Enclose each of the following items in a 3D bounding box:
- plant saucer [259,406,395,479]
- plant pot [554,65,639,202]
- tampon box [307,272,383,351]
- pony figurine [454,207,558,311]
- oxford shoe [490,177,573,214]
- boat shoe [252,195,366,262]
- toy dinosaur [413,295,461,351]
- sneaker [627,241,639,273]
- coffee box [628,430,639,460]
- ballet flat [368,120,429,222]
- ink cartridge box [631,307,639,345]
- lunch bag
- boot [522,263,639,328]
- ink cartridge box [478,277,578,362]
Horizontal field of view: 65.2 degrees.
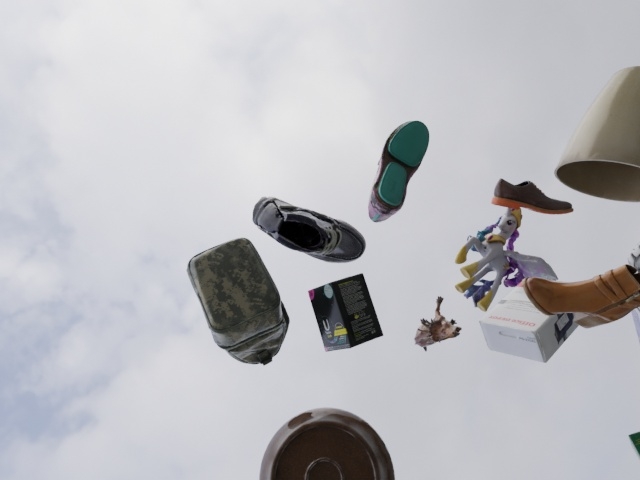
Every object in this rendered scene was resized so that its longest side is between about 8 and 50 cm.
[{"bbox_3d":[0.011,0.533,1.119,0.310,0.311,0.050,-59,-17,-19],"label":"plant saucer"},{"bbox_3d":[0.737,-0.265,1.209,0.257,0.257,0.273,24,-99,-36],"label":"plant pot"},{"bbox_3d":[0.058,0.177,1.225,0.102,0.120,0.160,-13,-99,-33],"label":"tampon box"},{"bbox_3d":[0.655,0.077,1.826,0.363,0.303,0.351,-44,-57,-17],"label":"pony figurine"},{"bbox_3d":[0.701,-0.142,1.635,0.272,0.097,0.098,9,-82,-6],"label":"oxford shoe"},{"bbox_3d":[0.000,0.000,1.254,0.341,0.158,0.127,18,-79,-30],"label":"boat shoe"},{"bbox_3d":[0.419,0.351,1.900,0.127,0.295,0.200,38,-135,9],"label":"toy dinosaur"},{"bbox_3d":[0.614,0.001,0.852,0.234,0.078,0.106,93,-176,-46],"label":"sneaker"},{"bbox_3d":[0.792,0.551,1.171,0.113,0.040,0.184,45,-156,-41],"label":"coffee box"},{"bbox_3d":[0.125,-0.120,0.867,0.077,0.079,0.221,31,-124,-10],"label":"ballet flat"},{"bbox_3d":[0.885,0.257,1.316,0.332,0.065,0.165,56,-158,-29],"label":"ink cartridge box"},{"bbox_3d":[-0.228,0.180,1.426,0.213,0.305,0.256,-23,-39,-15],"label":"lunch bag"},{"bbox_3d":[0.483,0.085,0.904,0.197,0.152,0.072,21,-128,-17],"label":"boot"},{"bbox_3d":[0.569,0.205,1.333,0.237,0.172,0.100,-32,-71,-30],"label":"ink cartridge box"}]
